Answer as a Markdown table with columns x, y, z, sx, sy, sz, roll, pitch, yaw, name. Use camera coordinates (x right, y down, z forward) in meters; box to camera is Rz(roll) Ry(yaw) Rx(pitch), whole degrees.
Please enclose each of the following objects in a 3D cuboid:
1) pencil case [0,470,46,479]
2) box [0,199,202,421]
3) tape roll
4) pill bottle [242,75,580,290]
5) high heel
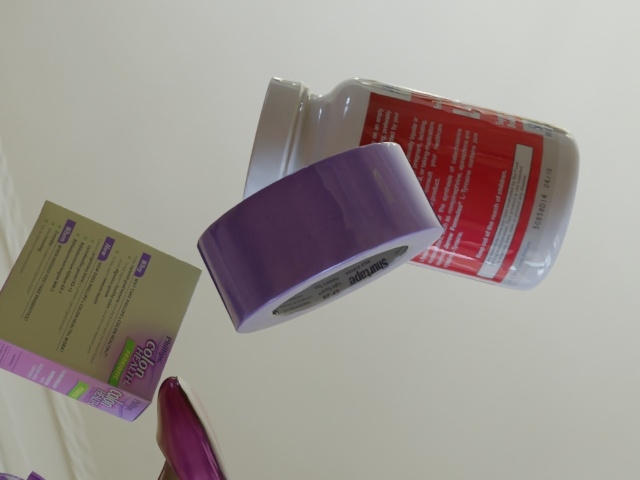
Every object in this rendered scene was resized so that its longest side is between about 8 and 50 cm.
| x | y | z | sx | sy | sz | roll | pitch | yaw | name |
| --- | --- | --- | --- | --- | --- | --- | --- | --- | --- |
| -0.330 | 0.330 | 1.086 | 0.086 | 0.206 | 0.088 | 39 | -47 | -24 | pencil case |
| -0.321 | 0.100 | 1.520 | 0.243 | 0.213 | 0.117 | 24 | -30 | -12 | box |
| 0.000 | 0.000 | 0.893 | 0.189 | 0.189 | 0.080 | -32 | -102 | 25 | tape roll |
| 0.114 | -0.085 | 1.446 | 0.408 | 0.229 | 0.229 | 14 | -76 | -3 | pill bottle |
| -0.202 | 0.331 | 1.376 | 0.181 | 0.127 | 0.377 | -17 | -54 | -10 | high heel |
